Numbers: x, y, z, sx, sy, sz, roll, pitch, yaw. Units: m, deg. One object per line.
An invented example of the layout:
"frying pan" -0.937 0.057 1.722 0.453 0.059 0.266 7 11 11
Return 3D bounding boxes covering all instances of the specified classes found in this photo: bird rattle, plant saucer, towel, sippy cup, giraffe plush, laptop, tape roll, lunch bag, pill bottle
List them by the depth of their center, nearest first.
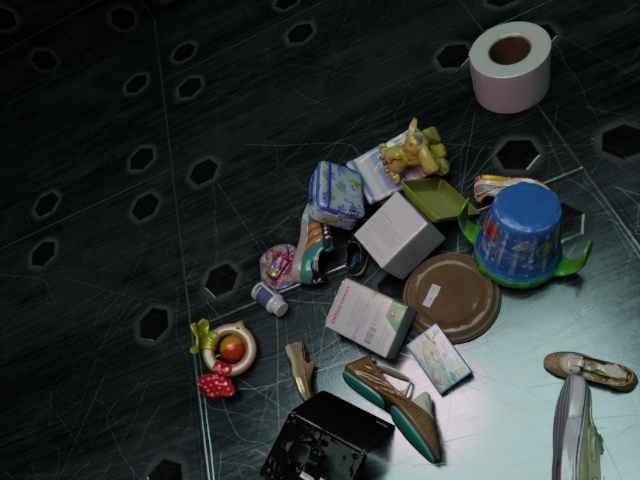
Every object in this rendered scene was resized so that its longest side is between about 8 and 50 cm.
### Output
"laptop" 0.021 0.536 1.335 0.234 0.136 0.264 18 70 30
"sippy cup" 0.531 -0.026 1.374 0.305 0.224 0.240 -7 55 7
"plant saucer" 0.366 0.155 1.473 0.278 0.041 0.278 -10 59 17
"plant saucer" 0.354 -0.116 1.582 0.188 0.045 0.188 -7 45 -36
"bird rattle" -0.295 0.348 1.586 0.207 0.143 0.253 -24 57 -12
"pill bottle" -0.159 0.188 1.651 0.120 0.067 0.067 35 79 34
"giraffe plush" 0.283 -0.267 1.656 0.170 0.210 0.181 -26 59 38
"lunch bag" 0.049 -0.147 1.677 0.176 0.090 0.219 17 50 -16
"tape roll" 0.622 -0.563 1.703 0.246 0.169 0.246 -11 58 18
"towel" 0.248 -0.258 1.764 0.285 0.034 0.209 -27 56 5

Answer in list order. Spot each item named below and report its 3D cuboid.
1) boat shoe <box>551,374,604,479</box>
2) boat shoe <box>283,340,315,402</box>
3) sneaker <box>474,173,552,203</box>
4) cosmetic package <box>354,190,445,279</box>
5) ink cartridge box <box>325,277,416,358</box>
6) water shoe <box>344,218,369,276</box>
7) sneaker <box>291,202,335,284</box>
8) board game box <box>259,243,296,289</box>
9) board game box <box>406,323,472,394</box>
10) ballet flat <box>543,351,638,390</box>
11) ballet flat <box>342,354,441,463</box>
"boat shoe" 0.587 0.462 1.179 0.094 0.109 0.302 10 74 10
"boat shoe" -0.048 0.373 1.504 0.072 0.068 0.190 -20 55 -4
"sneaker" 0.569 -0.138 1.543 0.225 0.088 0.093 7 85 26
"cosmetic package" 0.233 -0.012 1.531 0.183 0.151 0.151 -45 55 12
"ink cartridge box" 0.140 0.219 1.475 0.212 0.093 0.154 23 88 30
"water shoe" 0.124 0.010 1.629 0.073 0.080 0.203 0 62 22
"sneaker" 0.000 0.000 1.678 0.121 0.108 0.302 4 71 22
"board game box" -0.144 0.080 1.729 0.133 0.033 0.169 -17 56 12
"board game box" 0.314 0.314 1.384 0.103 0.026 0.154 -39 63 11
"ballet flat" 0.648 0.305 1.252 0.206 0.067 0.073 7 65 26
"ballet flat" 0.208 0.416 1.359 0.124 0.116 0.342 -35 48 -24
